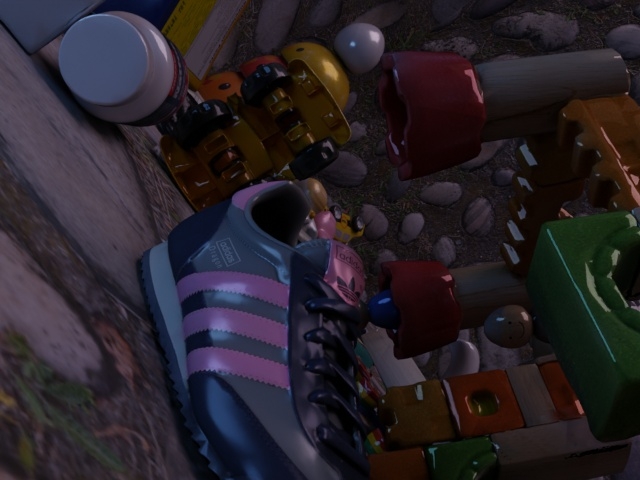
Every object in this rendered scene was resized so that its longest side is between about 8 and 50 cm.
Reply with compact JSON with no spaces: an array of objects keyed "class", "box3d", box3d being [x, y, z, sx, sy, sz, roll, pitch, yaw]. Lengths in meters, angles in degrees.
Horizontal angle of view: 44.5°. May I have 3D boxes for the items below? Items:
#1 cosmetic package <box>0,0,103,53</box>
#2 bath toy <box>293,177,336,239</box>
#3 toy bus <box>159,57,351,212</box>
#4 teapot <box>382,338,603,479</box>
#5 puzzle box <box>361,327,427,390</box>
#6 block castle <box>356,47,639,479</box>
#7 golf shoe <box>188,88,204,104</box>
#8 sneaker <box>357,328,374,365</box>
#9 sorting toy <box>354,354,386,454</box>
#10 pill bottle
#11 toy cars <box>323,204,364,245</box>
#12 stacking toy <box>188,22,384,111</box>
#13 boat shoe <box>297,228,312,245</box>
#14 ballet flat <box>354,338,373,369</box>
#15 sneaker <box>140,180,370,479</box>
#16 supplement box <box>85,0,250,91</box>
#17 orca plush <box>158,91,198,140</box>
[{"class":"cosmetic package","box3d":[-0.290,-0.297,0.701,0.231,0.117,0.085,53,3,-21]},{"class":"bath toy","box3d":[-0.028,-0.014,1.522,0.129,0.151,0.348,40,-11,39]},{"class":"toy bus","box3d":[-0.082,-0.115,1.050,0.150,0.220,0.211,57,-4,4]},{"class":"teapot","box3d":[0.172,0.258,0.690,0.256,0.187,0.252,53,2,-25]},{"class":"puzzle box","box3d":[0.159,0.289,1.027,0.272,0.052,0.409,64,-1,-13]},{"class":"block castle","box3d":[0.131,0.118,0.481,0.303,0.212,0.453,85,-7,-48]},{"class":"golf shoe","box3d":[-0.230,-0.212,1.373,0.176,0.069,0.086,52,8,14]},{"class":"sneaker","box3d":[0.073,0.195,1.598,0.135,0.052,0.058,60,-9,-7]},{"class":"sorting toy","box3d":[0.043,0.184,1.017,0.275,0.046,0.132,54,2,37]},{"class":"pill bottle","box3d":[-0.196,-0.170,0.786,0.108,0.108,0.180,53,3,-7]},{"class":"toy cars","box3d":[0.000,0.000,1.777,0.394,0.176,0.087,129,-33,-76]},{"class":"stacking toy","box3d":[-0.054,-0.355,1.867,0.351,0.479,0.350,53,1,-2]},{"class":"boat shoe","box3d":[-0.034,0.034,1.356,0.095,0.079,0.254,52,-1,16]},{"class":"ballet flat","box3d":[0.021,0.149,1.240,0.168,0.057,0.052,56,-27,-18]},{"class":"sneaker","box3d":[-0.017,0.064,0.481,0.112,0.131,0.319,51,3,-43]},{"class":"supplement box","box3d":[-0.248,-0.377,1.154,0.195,0.194,0.356,31,1,1]},{"class":"orca plush","box3d":[-0.171,-0.160,1.229,0.287,0.102,0.151,54,2,14]}]
